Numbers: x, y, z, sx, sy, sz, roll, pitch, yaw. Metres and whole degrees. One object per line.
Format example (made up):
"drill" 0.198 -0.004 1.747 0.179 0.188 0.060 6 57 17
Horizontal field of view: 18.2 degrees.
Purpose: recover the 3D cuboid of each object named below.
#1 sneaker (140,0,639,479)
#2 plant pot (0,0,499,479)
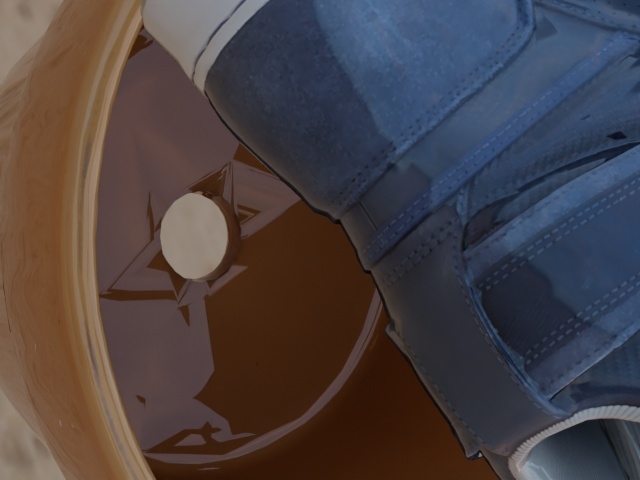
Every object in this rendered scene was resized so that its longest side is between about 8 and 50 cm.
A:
"sneaker" 0.086 -0.022 0.454 0.226 0.086 0.163 -24 71 -41
"plant pot" 0.000 0.000 0.715 0.203 0.291 0.291 0 -64 58
